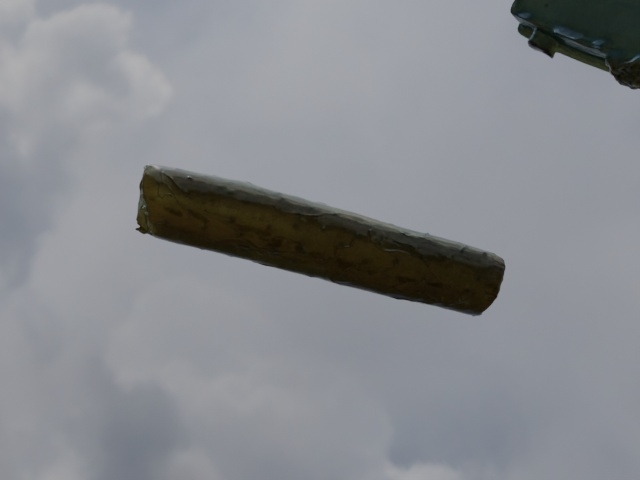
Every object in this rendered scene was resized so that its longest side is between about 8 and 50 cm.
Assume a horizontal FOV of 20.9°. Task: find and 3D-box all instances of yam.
[{"bbox_3d":[0.000,0.000,1.713,0.371,0.083,0.083,13,-48,-7],"label":"yam"}]

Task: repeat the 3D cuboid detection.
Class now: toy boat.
[{"bbox_3d":[0.270,-0.173,1.417,0.238,0.098,0.109,24,-91,46],"label":"toy boat"}]
